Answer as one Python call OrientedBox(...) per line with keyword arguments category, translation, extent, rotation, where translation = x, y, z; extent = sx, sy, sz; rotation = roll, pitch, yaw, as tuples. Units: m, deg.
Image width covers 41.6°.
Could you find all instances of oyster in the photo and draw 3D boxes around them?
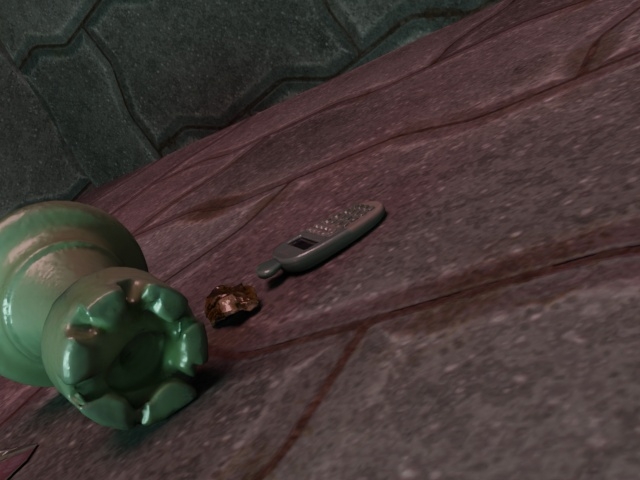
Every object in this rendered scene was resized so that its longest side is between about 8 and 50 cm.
OrientedBox(category="oyster", translation=(-0.092, 0.060, 0.835), extent=(0.051, 0.034, 0.093), rotation=(-28, 8, -24))

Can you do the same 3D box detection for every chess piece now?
OrientedBox(category="chess piece", translation=(-0.215, 0.070, 0.774), extent=(0.194, 0.195, 0.299), rotation=(-36, 24, -21))

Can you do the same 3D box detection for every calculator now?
OrientedBox(category="calculator", translation=(0.000, 0.000, 0.875), extent=(0.153, 0.021, 0.095), rotation=(-33, 14, -13))

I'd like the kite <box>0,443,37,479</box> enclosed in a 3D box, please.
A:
OrientedBox(category="kite", translation=(-0.388, 0.280, 0.685), extent=(0.204, 0.022, 0.360), rotation=(-22, 12, 26))
